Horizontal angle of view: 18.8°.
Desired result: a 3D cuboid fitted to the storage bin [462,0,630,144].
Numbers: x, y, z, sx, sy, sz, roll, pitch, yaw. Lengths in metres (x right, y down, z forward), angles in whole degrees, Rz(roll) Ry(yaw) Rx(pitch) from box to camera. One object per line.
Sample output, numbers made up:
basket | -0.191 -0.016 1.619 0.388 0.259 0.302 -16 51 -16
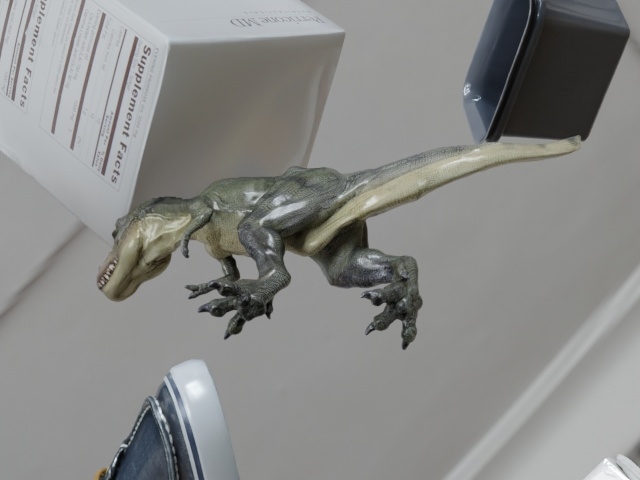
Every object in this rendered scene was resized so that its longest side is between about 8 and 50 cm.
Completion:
storage bin | 0.175 -0.141 1.494 0.091 0.098 0.135 9 -55 -15

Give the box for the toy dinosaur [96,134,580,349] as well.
toy dinosaur | 0.000 0.000 0.975 0.268 0.118 0.064 -11 -52 12

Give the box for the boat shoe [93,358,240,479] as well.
boat shoe | -0.081 0.121 0.801 0.083 0.065 0.183 -11 -37 -15

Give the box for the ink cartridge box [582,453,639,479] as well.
ink cartridge box | 0.070 0.246 0.776 0.283 0.117 0.207 -43 -28 -7

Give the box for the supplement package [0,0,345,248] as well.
supplement package | -0.124 -0.115 1.159 0.139 0.244 0.133 -10 -54 -43
